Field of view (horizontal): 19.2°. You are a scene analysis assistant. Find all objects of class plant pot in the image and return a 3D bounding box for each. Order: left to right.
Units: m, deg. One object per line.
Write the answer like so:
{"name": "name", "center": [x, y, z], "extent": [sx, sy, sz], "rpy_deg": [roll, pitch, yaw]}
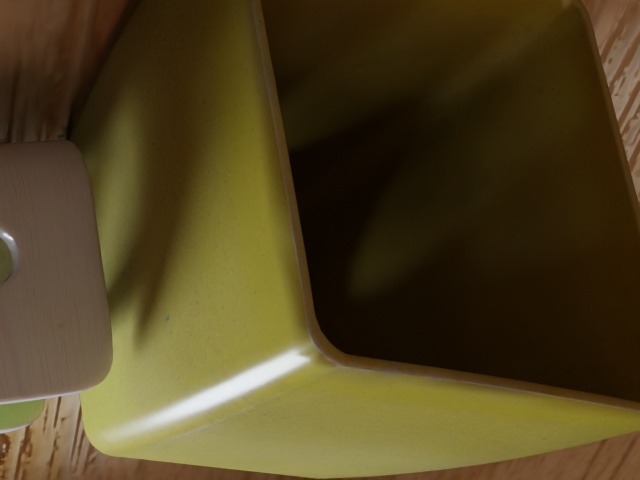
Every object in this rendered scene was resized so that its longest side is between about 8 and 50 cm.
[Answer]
{"name": "plant pot", "center": [0.000, 0.000, 0.818], "extent": [0.212, 0.212, 0.187], "rpy_deg": [12, 148, -40]}

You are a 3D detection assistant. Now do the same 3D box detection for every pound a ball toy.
{"name": "pound a ball toy", "center": [-0.273, 0.031, 0.791], "extent": [0.319, 0.135, 0.208], "rpy_deg": [-5, 169, -23]}
